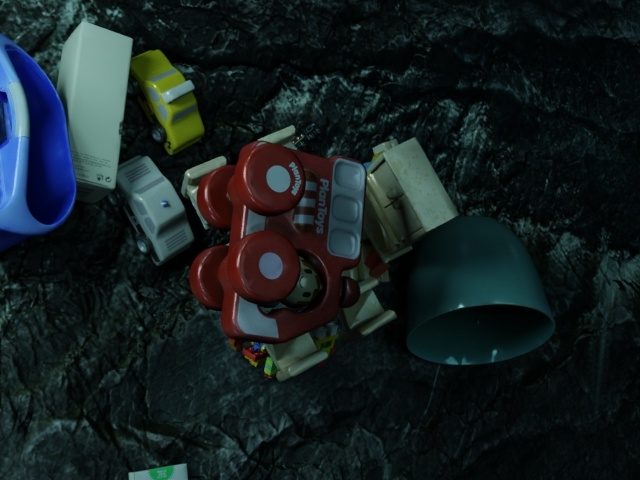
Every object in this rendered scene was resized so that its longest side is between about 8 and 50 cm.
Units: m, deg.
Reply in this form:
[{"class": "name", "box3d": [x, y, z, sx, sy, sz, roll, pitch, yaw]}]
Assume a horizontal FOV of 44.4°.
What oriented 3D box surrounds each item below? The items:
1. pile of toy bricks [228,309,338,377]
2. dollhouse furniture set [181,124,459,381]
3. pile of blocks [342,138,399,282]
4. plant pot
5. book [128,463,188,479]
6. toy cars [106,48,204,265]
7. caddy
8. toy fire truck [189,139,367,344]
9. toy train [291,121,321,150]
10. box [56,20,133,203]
[{"class": "pile of toy bricks", "box3d": [-0.075, 0.202, 1.430, 0.212, 0.118, 0.105, -10, 118, -46]}, {"class": "dollhouse furniture set", "box3d": [0.000, 0.000, 1.378, 0.394, 0.256, 0.362, -27, 84, -18]}, {"class": "pile of blocks", "box3d": [0.114, -0.071, 1.610, 0.149, 0.113, 0.362, 27, 64, -27]}, {"class": "plant pot", "box3d": [0.310, 0.092, 1.609, 0.293, 0.293, 0.235, 17, 54, -30]}, {"class": "book", "box3d": [-0.258, 0.443, 1.271, 0.096, 0.035, 0.144, 1, 76, -39]}, {"class": "toy cars", "box3d": [-0.274, -0.157, 1.369, 0.176, 0.087, 0.393, 15, 70, -37]}, {"class": "caddy", "box3d": [-0.477, -0.148, 1.114, 0.241, 0.179, 0.341, 18, 50, -56]}, {"class": "toy fire truck", "box3d": [-0.042, 0.003, 1.159, 0.254, 0.169, 0.302, 11, 75, -30]}, {"class": "toy train", "box3d": [-0.054, -0.195, 1.577, 0.036, 0.027, 0.158, 52, 55, -9]}, {"class": "box", "box3d": [-0.386, -0.209, 1.300, 0.094, 0.113, 0.275, 14, 72, -33]}]
